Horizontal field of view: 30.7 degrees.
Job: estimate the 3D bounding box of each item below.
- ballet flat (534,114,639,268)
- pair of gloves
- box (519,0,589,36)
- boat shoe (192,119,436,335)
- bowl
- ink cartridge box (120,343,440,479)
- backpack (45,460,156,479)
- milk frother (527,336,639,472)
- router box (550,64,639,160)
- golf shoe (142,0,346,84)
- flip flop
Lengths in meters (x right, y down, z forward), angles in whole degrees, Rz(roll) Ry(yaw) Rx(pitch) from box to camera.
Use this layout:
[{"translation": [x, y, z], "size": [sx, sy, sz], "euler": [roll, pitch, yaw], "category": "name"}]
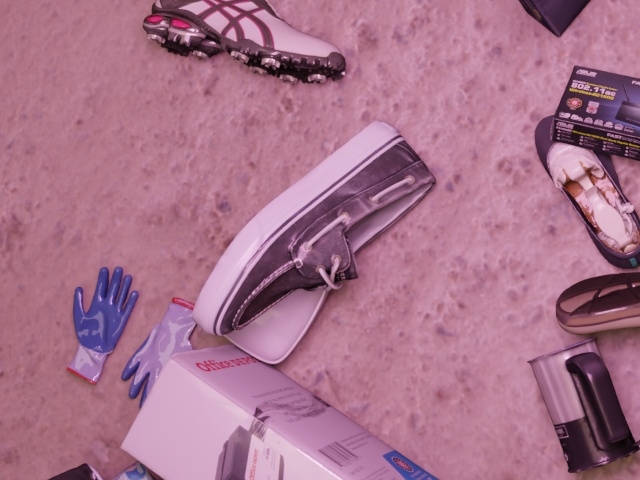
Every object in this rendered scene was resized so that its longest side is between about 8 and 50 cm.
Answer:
[{"translation": [0.307, -0.060, 1.319], "size": [0.074, 0.074, 0.203], "euler": [-32, 78, 14], "category": "ballet flat"}, {"translation": [-0.246, 0.127, 1.516], "size": [0.198, 0.023, 0.159], "euler": [23, 93, 17], "category": "pair of gloves"}, {"translation": [0.280, -0.329, 1.253], "size": [0.059, 0.232, 0.183], "euler": [44, 100, 18], "category": "box"}, {"translation": [0.000, 0.000, 1.344], "size": [0.119, 0.121, 0.335], "euler": [42, 78, 16], "category": "boat shoe"}, {"translation": [-0.064, 0.068, 1.443], "size": [0.142, 0.053, 0.142], "euler": [34, 97, 16], "category": "bowl"}, {"translation": [-0.039, 0.258, 1.337], "size": [0.307, 0.223, 0.129], "euler": [33, 98, 17], "category": "ink cartridge box"}, {"translation": [-0.244, 0.394, 1.397], "size": [0.191, 0.225, 0.254], "euler": [-22, 79, -15], "category": "backpack"}, {"translation": [0.328, 0.171, 1.299], "size": [0.143, 0.129, 0.135], "euler": [-15, 81, -27], "category": "milk frother"}, {"translation": [0.330, -0.143, 1.308], "size": [0.122, 0.038, 0.092], "euler": [15, 55, 17], "category": "router box"}, {"translation": [-0.088, -0.272, 1.441], "size": [0.272, 0.105, 0.120], "euler": [18, 86, 17], "category": "golf shoe"}, {"translation": [0.399, 0.079, 1.274], "size": [0.277, 0.112, 0.080], "euler": [-9, 111, 15], "category": "flip flop"}]
